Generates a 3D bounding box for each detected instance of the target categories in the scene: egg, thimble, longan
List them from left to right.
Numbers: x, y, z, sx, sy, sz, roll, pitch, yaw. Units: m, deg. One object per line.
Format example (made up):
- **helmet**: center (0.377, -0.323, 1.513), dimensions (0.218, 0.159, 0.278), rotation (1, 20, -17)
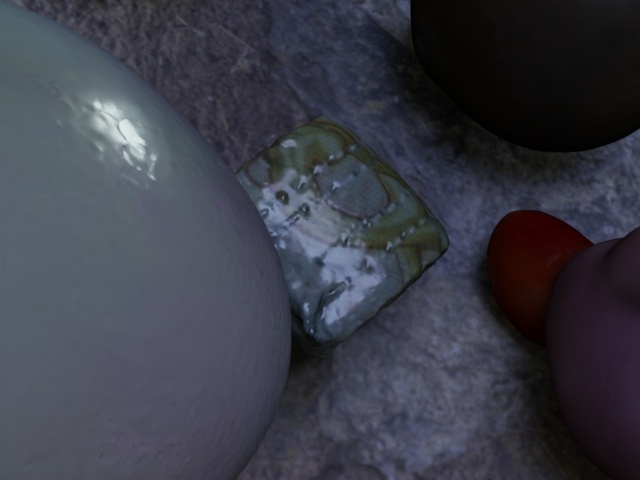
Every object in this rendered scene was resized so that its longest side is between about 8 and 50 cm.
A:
- **egg**: center (-0.179, 0.051, 0.563), dimensions (0.339, 0.354, 0.355), rotation (17, 55, -38)
- **thimble**: center (0.000, 0.000, 0.737), dimensions (0.143, 0.137, 0.190), rotation (49, 34, 5)
- **longan**: center (0.209, -0.203, 0.866), dimensions (0.258, 0.258, 0.258), rotation (8, 61, -14)

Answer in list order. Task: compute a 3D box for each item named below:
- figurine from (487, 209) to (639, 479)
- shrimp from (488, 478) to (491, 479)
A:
- **figurine**: center (0.283, 0.096, 0.761), dimensions (0.269, 0.261, 0.211), rotation (12, 87, -13)
- **shrimp**: center (0.119, 0.285, 0.685), dimensions (0.253, 0.058, 0.173), rotation (-34, 85, -26)
